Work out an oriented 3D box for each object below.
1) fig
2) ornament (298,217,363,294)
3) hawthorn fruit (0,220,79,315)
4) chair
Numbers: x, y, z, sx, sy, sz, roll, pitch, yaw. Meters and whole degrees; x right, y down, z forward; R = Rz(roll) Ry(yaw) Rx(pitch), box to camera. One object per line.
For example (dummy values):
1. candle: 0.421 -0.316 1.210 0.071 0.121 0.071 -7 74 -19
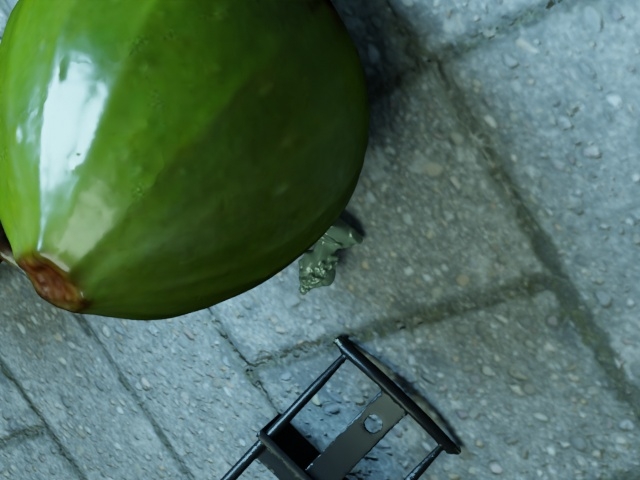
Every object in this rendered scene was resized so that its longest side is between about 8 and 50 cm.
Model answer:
1. fig: -0.120 -0.079 1.006 0.316 0.316 0.316 21 132 26
2. ornament: 0.001 -0.003 1.170 0.068 0.041 0.092 -7 106 35
3. hawthorn fruit: -0.403 -0.050 1.338 0.263 0.231 0.235 -14 144 7
4. chair: -0.008 0.231 1.290 0.154 0.141 0.260 43 93 4
